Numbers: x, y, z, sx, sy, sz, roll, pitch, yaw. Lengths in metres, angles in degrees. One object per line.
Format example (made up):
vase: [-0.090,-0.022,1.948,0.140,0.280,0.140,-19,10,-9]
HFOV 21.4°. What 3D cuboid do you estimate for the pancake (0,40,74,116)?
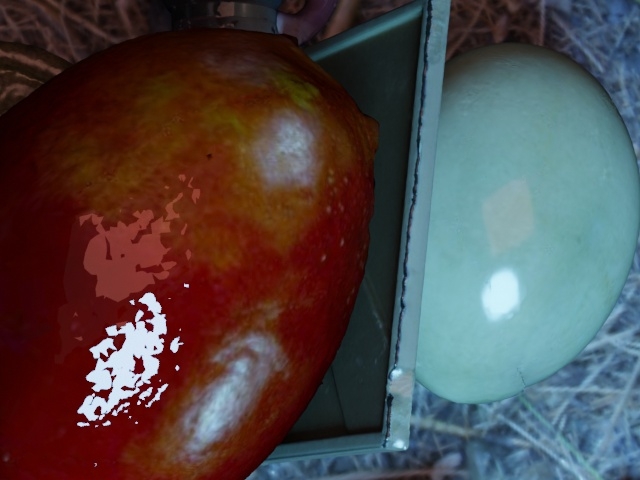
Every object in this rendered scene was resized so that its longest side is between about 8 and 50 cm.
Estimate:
pancake: [-0.223,-0.051,1.172,0.199,0.021,0.199,2,74,-8]

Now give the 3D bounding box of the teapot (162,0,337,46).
teapot: [-0.062,-0.195,1.204,0.116,0.148,0.146,-3,86,28]

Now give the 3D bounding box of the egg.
egg: [0.117,-0.013,1.124,0.186,0.186,0.253,19,72,-3]

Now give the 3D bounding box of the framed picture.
framed picture: [0.000,0.000,1.100,0.020,0.211,0.289,17,71,-32]

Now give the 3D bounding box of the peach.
peach: [-0.107,0.014,1.032,0.281,0.281,0.338,42,68,4]
